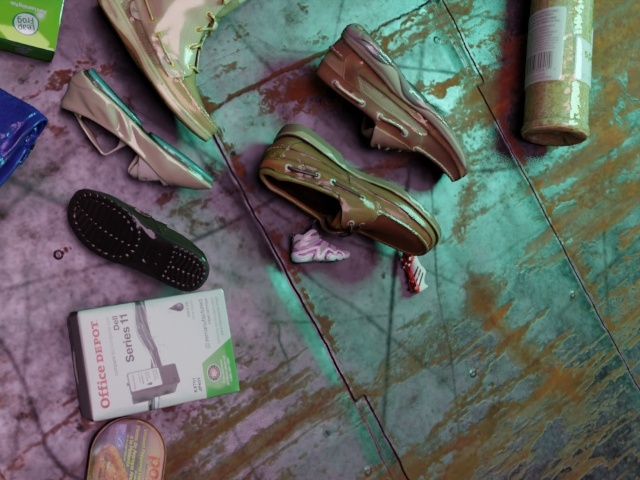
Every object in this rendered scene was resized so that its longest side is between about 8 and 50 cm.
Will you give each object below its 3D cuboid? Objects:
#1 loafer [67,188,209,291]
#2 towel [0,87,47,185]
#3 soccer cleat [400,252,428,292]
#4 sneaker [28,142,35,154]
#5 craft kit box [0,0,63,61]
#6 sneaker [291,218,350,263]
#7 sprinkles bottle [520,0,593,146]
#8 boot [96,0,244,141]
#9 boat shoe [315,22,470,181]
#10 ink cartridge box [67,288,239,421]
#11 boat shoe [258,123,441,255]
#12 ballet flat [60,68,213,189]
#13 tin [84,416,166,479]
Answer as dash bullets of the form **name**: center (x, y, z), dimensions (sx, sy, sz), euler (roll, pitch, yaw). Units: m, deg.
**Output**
- **loafer**: center (-0.257, 0.000, 1.229), dimensions (0.220, 0.078, 0.080), euler (33, 99, -5)
- **towel**: center (-0.521, -0.144, 1.044), dimensions (0.308, 0.076, 0.228), euler (33, 57, 1)
- **soccer cleat**: center (0.156, 0.045, 1.429), dimensions (0.035, 0.029, 0.083), euler (-14, 92, -34)
- **sneaker**: center (-0.513, -0.107, 1.123), dimensions (0.261, 0.104, 0.125), euler (-34, 80, -28)
- **craft kit box**: center (-0.473, -0.397, 1.189), dimensions (0.249, 0.061, 0.247), euler (10, 82, -23)
- **sneaker**: center (0.000, 0.000, 1.357), dimensions (0.098, 0.038, 0.069), euler (-2, 84, -25)
- **sprinkles bottle**: center (0.430, -0.353, 1.555), dimensions (0.121, 0.121, 0.356), euler (10, 79, -23)
- **boot**: center (-0.174, -0.298, 1.260), dimensions (0.203, 0.095, 0.262), euler (-34, 92, -4)
- **boat shoe**: center (0.118, -0.205, 1.410), dimensions (0.116, 0.123, 0.324), euler (-42, 113, 11)
- **ink cartridge box**: center (-0.233, 0.157, 1.203), dimensions (0.208, 0.087, 0.153), euler (-9, 86, -24)
- **boat shoe**: center (0.041, -0.050, 1.338), dimensions (0.307, 0.111, 0.104), euler (31, 55, -5)
- **ballet flat**: center (-0.268, -0.138, 1.242), dimensions (0.248, 0.086, 0.086), euler (42, 69, -12)
- **tin**: center (-0.272, 0.338, 1.191), dimensions (0.106, 0.040, 0.190), euler (10, 79, -19)
